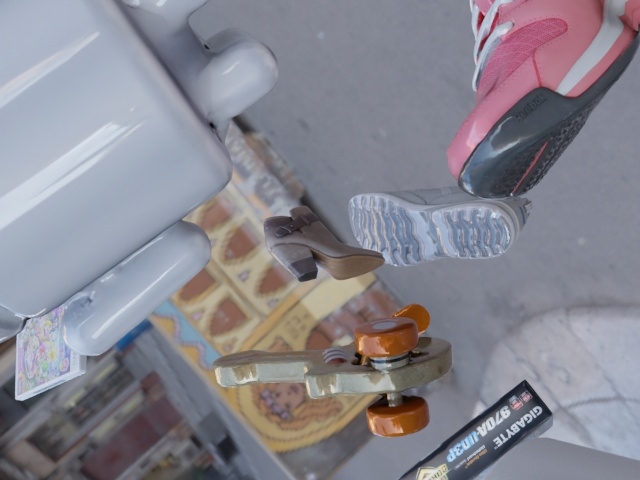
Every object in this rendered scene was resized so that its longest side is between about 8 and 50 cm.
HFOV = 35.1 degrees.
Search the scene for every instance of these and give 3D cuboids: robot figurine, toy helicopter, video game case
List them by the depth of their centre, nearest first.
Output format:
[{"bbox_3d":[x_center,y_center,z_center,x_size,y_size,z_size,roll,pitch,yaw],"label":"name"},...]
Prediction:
[{"bbox_3d":[-0.201,-0.060,0.686,0.300,0.353,0.200,56,179,-17],"label":"robot figurine"},{"bbox_3d":[-0.292,0.116,1.091,0.122,0.087,0.011,-25,150,37],"label":"video game case"},{"bbox_3d":[0.016,0.168,1.431,0.355,0.235,0.140,-5,101,24],"label":"toy helicopter"}]

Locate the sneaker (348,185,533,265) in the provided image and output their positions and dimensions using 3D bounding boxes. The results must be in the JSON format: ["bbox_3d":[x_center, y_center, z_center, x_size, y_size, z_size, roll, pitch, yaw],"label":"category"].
[{"bbox_3d":[0.166,-0.025,1.419,0.281,0.115,0.105,7,114,38],"label":"sneaker"}]

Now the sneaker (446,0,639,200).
[{"bbox_3d":[0.136,-0.150,0.646,0.136,0.314,0.116,33,147,6],"label":"sneaker"}]

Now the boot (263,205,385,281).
[{"bbox_3d":[0.000,0.000,1.066,0.087,0.118,0.042,62,145,33],"label":"boot"}]

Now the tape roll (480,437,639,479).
[{"bbox_3d":[0.161,0.234,0.490,0.169,0.246,0.246,8,143,34],"label":"tape roll"}]

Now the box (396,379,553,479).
[{"bbox_3d":[0.183,0.239,1.154,0.051,0.175,0.220,52,-179,18],"label":"box"}]
